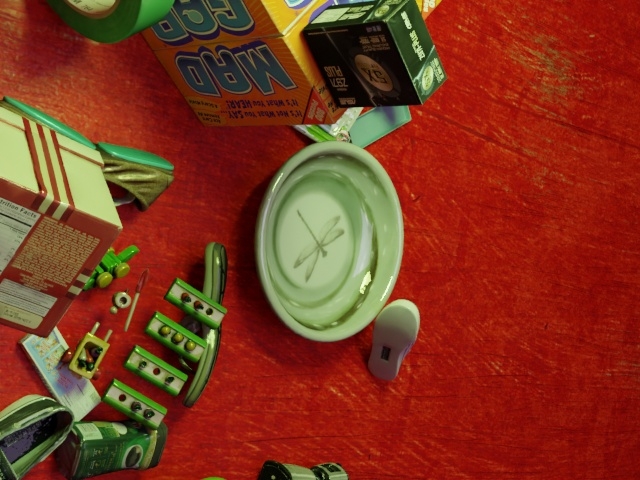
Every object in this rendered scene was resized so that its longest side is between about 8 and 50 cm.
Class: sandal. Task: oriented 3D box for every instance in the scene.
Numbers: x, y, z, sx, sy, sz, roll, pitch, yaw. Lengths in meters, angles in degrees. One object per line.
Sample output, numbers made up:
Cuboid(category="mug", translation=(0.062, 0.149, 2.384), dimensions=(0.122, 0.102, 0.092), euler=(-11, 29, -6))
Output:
Cuboid(category="sandal", translation=(-0.226, 0.152, 1.893), dimensions=(0.086, 0.120, 0.303), euler=(6, 85, -1))

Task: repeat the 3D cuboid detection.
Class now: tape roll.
Cuboid(category="tape roll", translation=(-0.348, -0.462, 1.563), dimensions=(0.077, 0.321, 0.321), euler=(-35, 116, -36))

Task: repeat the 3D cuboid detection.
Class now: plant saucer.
Cuboid(category="plant saucer", translation=(0.123, -0.256, 2.230), dimensions=(0.192, 0.018, 0.067), euler=(-32, 114, -36))
Cuboid(category="plant saucer", translation=(0.000, 0.000, 2.079), dimensions=(0.400, 0.100, 0.401), euler=(-4, 96, -44))

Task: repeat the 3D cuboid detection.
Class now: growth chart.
Cuboid(category="growth chart", translation=(0.030, -0.301, 2.064), dimensions=(0.172, 0.021, 0.237), euler=(24, 99, -24))

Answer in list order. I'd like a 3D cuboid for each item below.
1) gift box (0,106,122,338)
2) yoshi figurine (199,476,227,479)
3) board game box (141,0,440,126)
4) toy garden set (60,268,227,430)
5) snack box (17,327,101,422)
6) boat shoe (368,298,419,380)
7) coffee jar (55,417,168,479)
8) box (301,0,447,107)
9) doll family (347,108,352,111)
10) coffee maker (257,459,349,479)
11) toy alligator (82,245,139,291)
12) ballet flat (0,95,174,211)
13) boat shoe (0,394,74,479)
Cuboid(category="gift box", translation=(-0.476, -0.032, 1.511), dimensions=(0.255, 0.258, 0.276), euler=(31, 108, -37))
Cuboid(category="yoshi figurine", translation=(-0.153, 0.550, 1.881), dimensions=(0.203, 0.203, 0.362), euler=(-46, 117, -2))
Cuboid(category="board game box", translation=(-0.080, -0.446, 1.791), dimensions=(0.356, 0.356, 0.356), euler=(-51, 125, -27))
Cuboid(category="toy garden set", translation=(-0.298, 0.170, 1.759), dimensions=(0.203, 0.049, 0.244), euler=(35, 76, -19))
Cuboid(category="snack box", translation=(-0.436, 0.221, 1.741), dimensions=(0.064, 0.022, 0.178), euler=(-42, 120, -32))
Cuboid(category="boat shoe", translation=(0.159, 0.194, 2.195), dimensions=(0.084, 0.095, 0.258), euler=(-57, 172, -39))
Cuboid(category="coffee jar", translation=(-0.355, 0.353, 1.783), dimensions=(0.184, 0.079, 0.096), euler=(3, 115, -43))
Cuboid(category="box", translation=(0.081, -0.286, 1.589), dimensions=(0.077, 0.180, 0.147), euler=(-47, 125, -31))
Cuboid(category="doll family", translation=(0.095, -0.362, 2.143), dimensions=(0.262, 0.118, 0.163), euler=(-10, 109, -18))
Cuboid(category="coffee maker", translation=(-0.046, 0.526, 2.085), dimensions=(0.178, 0.120, 0.171), euler=(15, 117, -42))
Cuboid(category="toy alligator", translation=(-0.388, 0.063, 1.757), dimensions=(0.189, 0.056, 0.051), euler=(-31, 154, -37))
Cuboid(category="ballet flat", translation=(-0.397, -0.123, 1.709), dimensions=(0.342, 0.116, 0.124), euler=(21, 99, -46))
Cuboid(category="boat shoe", translation=(-0.517, 0.357, 1.619), dimensions=(0.306, 0.105, 0.113), euler=(-33, 115, -37))
